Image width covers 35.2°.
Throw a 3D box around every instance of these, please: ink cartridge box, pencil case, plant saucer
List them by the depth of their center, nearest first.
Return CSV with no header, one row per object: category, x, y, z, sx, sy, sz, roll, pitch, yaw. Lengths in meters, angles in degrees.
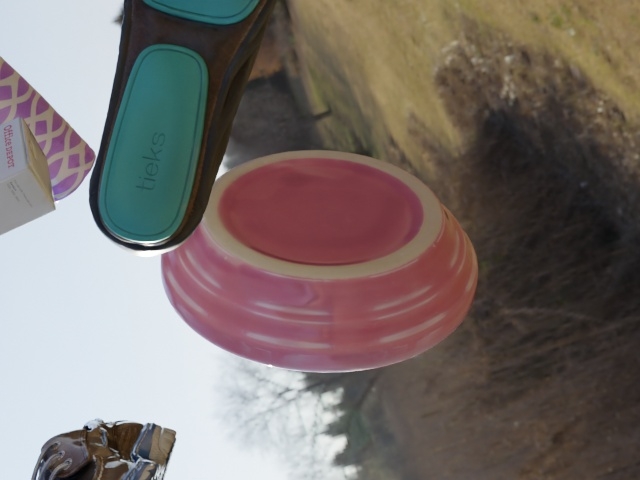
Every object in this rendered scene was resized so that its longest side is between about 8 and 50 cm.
ink cartridge box,-0.286,-0.040,0.830,0.088,0.122,0.052,-118,2,-50
plant saucer,0.000,0.000,1.045,0.332,0.332,0.084,-107,15,-55
pencil case,-0.335,-0.128,1.076,0.206,0.088,0.086,49,-140,-30

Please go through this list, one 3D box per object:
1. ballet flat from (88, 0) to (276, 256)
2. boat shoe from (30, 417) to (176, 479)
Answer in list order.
ballet flat,-0.082,-0.129,0.638,0.096,0.095,0.281,-79,9,-87
boat shoe,-0.123,0.139,0.547,0.183,0.066,0.066,-177,102,-87
